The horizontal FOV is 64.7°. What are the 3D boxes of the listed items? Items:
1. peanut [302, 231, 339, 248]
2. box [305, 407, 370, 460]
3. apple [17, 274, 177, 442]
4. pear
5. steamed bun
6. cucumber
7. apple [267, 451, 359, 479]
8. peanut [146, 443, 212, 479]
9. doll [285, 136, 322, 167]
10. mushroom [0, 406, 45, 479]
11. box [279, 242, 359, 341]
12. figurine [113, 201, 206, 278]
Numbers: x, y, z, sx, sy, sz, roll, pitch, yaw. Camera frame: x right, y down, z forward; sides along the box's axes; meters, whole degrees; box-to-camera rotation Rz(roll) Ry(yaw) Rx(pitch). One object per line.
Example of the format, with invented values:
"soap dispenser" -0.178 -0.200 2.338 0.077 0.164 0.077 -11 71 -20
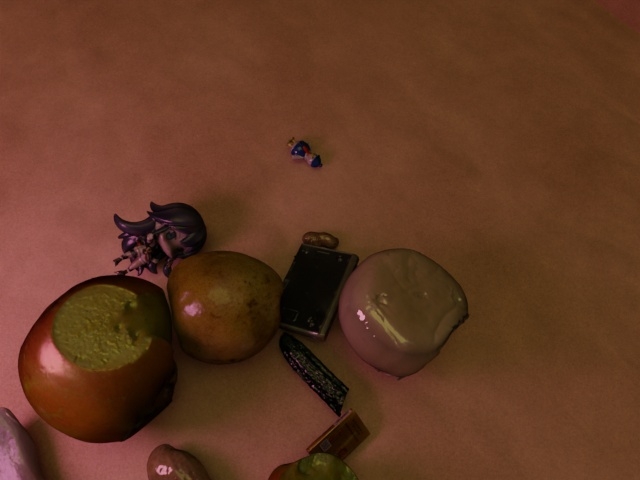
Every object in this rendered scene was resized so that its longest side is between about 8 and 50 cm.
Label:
"peanut" 0.000 0.000 1.540 0.113 0.054 0.053 6 64 -1
"box" 0.047 0.512 1.286 0.156 0.022 0.089 -39 100 -18
"apple" -0.496 0.281 1.206 0.374 0.374 0.384 39 82 15
"pear" -0.240 0.163 1.312 0.304 0.304 0.303 1 64 -2
"steamed bun" 0.202 0.193 1.355 0.334 0.233 0.312 -28 67 -35
"cucumber" -0.022 0.351 1.354 0.265 0.077 0.077 41 69 16
"apple" -0.014 0.601 1.138 0.247 0.246 0.226 -6 62 -6
"peanut" -0.309 0.600 1.202 0.275 0.111 0.125 38 83 18
"doll" -0.050 -0.288 1.675 0.143 0.057 0.099 40 59 10
"mushroom" -0.702 0.563 1.180 0.329 0.122 0.159 42 106 13
"box" -0.026 0.138 1.439 0.211 0.045 0.270 13 62 27
"figurine" -0.464 -0.009 1.456 0.265 0.175 0.196 -10 60 -16
